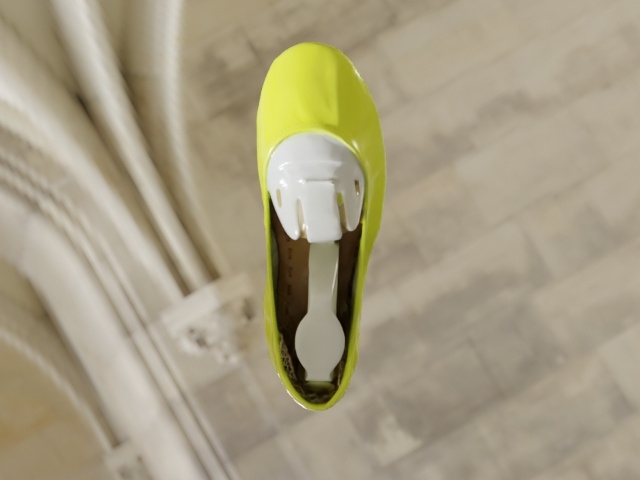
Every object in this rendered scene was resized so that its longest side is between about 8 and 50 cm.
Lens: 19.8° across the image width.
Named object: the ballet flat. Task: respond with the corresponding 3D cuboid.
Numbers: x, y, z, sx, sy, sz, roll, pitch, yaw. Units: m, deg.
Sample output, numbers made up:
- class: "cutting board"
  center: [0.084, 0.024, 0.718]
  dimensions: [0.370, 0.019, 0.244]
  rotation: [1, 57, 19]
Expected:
- class: "ballet flat"
  center: [0.000, 0.000, 1.088]
  dimensions: [0.077, 0.231, 0.077]
  rotation: [1, 27, 0]
